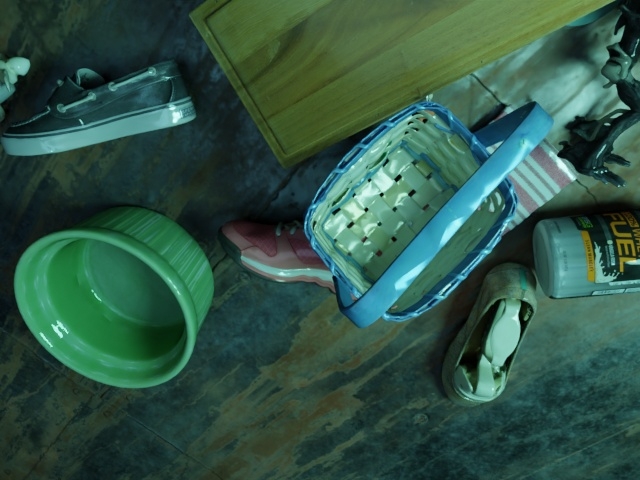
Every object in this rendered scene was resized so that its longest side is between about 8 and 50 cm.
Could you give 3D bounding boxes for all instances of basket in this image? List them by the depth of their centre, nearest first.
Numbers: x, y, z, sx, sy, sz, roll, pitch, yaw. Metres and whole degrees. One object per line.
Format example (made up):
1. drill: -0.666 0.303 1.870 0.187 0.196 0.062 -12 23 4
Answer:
1. basket: 0.101 -0.027 0.521 0.201 0.289 0.255 45 88 -9

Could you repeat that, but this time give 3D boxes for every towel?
1. towel: 0.244 -0.080 0.665 0.144 0.029 0.197 43 116 -9

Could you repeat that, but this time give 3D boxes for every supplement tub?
1. supplement tub: 0.407 0.017 0.632 0.190 0.117 0.117 -8 115 14

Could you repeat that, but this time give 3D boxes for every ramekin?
1. ramekin: -0.334 0.089 0.785 0.302 0.148 0.304 4 118 8

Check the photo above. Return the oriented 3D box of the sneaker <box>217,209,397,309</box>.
1. sneaker: 0.000 0.000 0.718 0.313 0.116 0.136 16 108 -6

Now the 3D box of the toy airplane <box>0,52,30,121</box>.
1. toy airplane: -0.520 -0.270 0.504 0.272 0.386 0.385 32 119 7

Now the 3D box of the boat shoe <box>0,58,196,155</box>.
1. boat shoe: -0.338 -0.197 0.666 0.300 0.108 0.102 -8 115 11

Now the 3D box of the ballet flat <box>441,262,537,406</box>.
1. ballet flat: 0.271 0.186 0.748 0.107 0.106 0.316 8 118 6

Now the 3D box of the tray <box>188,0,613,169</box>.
1. tray: 0.083 -0.254 0.474 0.410 0.076 0.203 -22 112 25

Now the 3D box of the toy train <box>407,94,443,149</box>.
1. toy train: 0.099 -0.181 0.627 0.166 0.046 0.125 7 117 6

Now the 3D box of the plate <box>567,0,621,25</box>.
1. plate: 0.303 -0.326 0.476 0.188 0.024 0.188 -12 124 -18

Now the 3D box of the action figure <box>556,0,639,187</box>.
1. action figure: 0.385 -0.205 0.504 0.140 0.164 0.276 33 130 28
